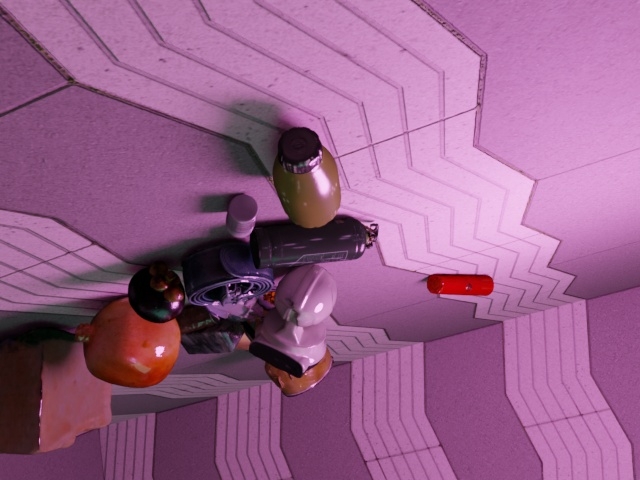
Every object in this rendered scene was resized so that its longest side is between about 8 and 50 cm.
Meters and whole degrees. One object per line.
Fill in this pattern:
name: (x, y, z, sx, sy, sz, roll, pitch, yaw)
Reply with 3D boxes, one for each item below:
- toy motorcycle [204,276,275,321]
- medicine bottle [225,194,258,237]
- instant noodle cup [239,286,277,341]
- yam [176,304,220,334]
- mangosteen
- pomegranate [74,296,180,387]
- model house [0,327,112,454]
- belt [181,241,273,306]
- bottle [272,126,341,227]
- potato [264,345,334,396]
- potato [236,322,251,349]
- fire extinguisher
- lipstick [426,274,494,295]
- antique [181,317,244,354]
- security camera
toy motorcycle: (-0.195, 0.143, 1.951, 0.204, 0.108, 0.239, -18, 162, 17)
medicine bottle: (-0.153, -0.047, 1.465, 0.058, 0.058, 0.091, -8, 163, -14)
instant noodle cup: (-0.156, 0.225, 2.170, 0.208, 0.178, 0.125, 28, 164, -15)
yam: (-0.363, 0.220, 2.146, 0.141, 0.079, 0.079, -17, 162, 13)
mangosteen: (-0.366, 0.114, 1.717, 0.137, 0.137, 0.151, 2, 142, -38)
pomegranate: (-0.497, 0.258, 1.933, 0.270, 0.229, 0.252, 11, 162, -28)
model house: (-0.831, 0.429, 2.149, 0.342, 0.335, 0.382, -6, 170, 15)
belt: (-0.212, 0.083, 1.737, 0.206, 0.116, 0.267, -12, 165, -2)
bottle: (-0.024, -0.108, 1.270, 0.112, 0.112, 0.260, -12, 162, 0)
potato: (-0.093, 0.430, 2.837, 0.246, 0.196, 0.300, -25, -169, -2)
potato: (-0.235, 0.272, 2.334, 0.234, 0.128, 0.161, -11, 148, 11)
fire extinguisher: (0.000, 0.000, 1.672, 0.311, 0.095, 0.114, -5, -154, -18)
lipstick: (0.464, 0.146, 2.476, 0.279, 0.073, 0.073, 4, 157, -41)
antique: (-0.316, 0.271, 2.199, 0.183, 0.088, 0.086, -7, 125, 32)
security camera: (-0.055, 0.189, 1.979, 0.191, 0.197, 0.277, -47, 158, -53)
